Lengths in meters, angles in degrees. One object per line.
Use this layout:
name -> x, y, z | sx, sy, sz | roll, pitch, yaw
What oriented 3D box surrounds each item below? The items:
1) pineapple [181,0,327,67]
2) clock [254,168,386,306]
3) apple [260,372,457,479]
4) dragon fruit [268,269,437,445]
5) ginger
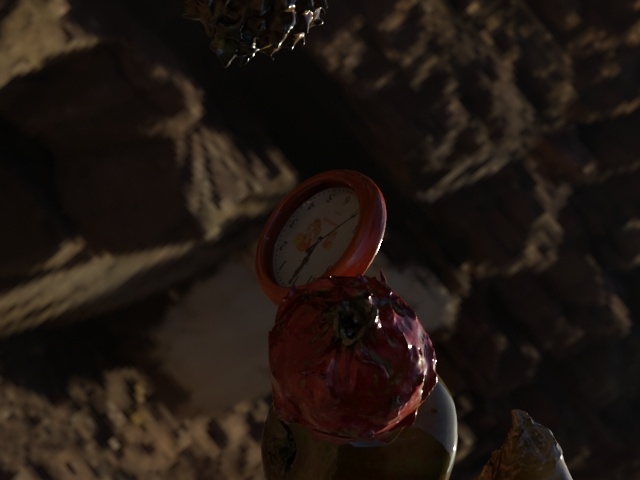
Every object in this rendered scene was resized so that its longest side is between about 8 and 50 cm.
pineapple -> -0.064, -0.256, 1.697 | 0.166, 0.193, 0.166 | 19, -16, 6
clock -> 0.000, 0.000, 2.235 | 0.051, 0.205, 0.205 | 38, 12, -38
apple -> 0.045, 0.258, 2.234 | 0.234, 0.256, 0.257 | 3, 30, -26
dragon fruit -> 0.033, 0.134, 1.998 | 0.205, 0.210, 0.268 | 42, -18, 13
ginger -> 0.257, 0.330, 2.143 | 0.219, 0.123, 0.270 | 22, -67, 57
